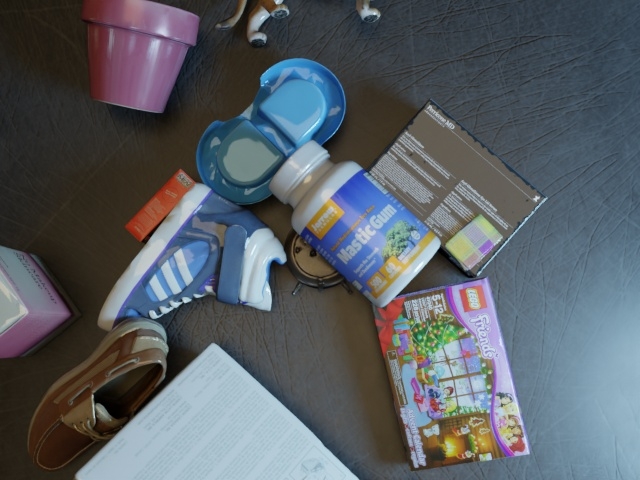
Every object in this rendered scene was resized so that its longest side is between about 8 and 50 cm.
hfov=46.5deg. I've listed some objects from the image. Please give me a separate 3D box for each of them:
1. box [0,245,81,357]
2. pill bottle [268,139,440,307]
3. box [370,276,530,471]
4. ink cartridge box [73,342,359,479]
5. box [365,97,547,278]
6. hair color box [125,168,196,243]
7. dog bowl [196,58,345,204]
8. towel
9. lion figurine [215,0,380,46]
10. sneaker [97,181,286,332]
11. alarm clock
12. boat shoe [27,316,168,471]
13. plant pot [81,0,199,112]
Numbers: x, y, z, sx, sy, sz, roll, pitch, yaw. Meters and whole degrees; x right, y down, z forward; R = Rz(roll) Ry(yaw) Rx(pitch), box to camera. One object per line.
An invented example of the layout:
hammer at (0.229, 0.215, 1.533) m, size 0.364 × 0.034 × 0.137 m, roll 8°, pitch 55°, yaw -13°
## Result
box at (-0.525, 0.103, 1.239) m, size 0.127 × 0.232 × 0.148 m, roll -38°, pitch 84°, yaw -2°
pill bottle at (0.049, -0.033, 1.216) m, size 0.272 × 0.152 × 0.152 m, roll 42°, pitch 87°, yaw 4°
box at (0.216, 0.224, 1.249) m, size 0.201 × 0.057 × 0.293 m, roll -15°, pitch 87°, yaw 16°
ink cartridge box at (-0.146, 0.401, 1.193) m, size 0.385 × 0.091 × 0.308 m, roll 42°, pitch 59°, yaw 8°
box at (0.226, -0.087, 1.294) m, size 0.261 × 0.103 × 0.184 m, roll 42°, pitch 91°, yaw 6°
hair color box at (-0.276, -0.057, 1.328) m, size 0.043 × 0.072 × 0.141 m, roll 42°, pitch 87°, yaw 7°
dog bowl at (-0.086, -0.188, 1.334) m, size 0.297 × 0.074 × 0.166 m, roll -45°, pitch 84°, yaw -3°
towel at (0.252, 0.002, 1.231) m, size 0.083 × 0.009 × 0.060 m, roll -43°, pitch 84°, yaw -2°
lion figurine at (-0.005, -0.505, 1.337) m, size 0.392 × 0.142 × 0.240 m, roll -7°, pitch 76°, yaw 6°
sneaker at (-0.206, 0.085, 1.282) m, size 0.236 × 0.130 × 0.323 m, roll 37°, pitch 99°, yaw -6°
alarm clock at (0.000, 0.000, 1.317) m, size 0.129 × 0.064 × 0.192 m, roll -2°, pitch 80°, yaw 2°
boat shoe at (-0.372, 0.272, 1.237) m, size 0.324 × 0.123 × 0.116 m, roll -50°, pitch 39°, yaw 10°
plant pot at (-0.326, -0.326, 1.311) m, size 0.201 × 0.201 × 0.180 m, roll 13°, pitch 100°, yaw 4°
